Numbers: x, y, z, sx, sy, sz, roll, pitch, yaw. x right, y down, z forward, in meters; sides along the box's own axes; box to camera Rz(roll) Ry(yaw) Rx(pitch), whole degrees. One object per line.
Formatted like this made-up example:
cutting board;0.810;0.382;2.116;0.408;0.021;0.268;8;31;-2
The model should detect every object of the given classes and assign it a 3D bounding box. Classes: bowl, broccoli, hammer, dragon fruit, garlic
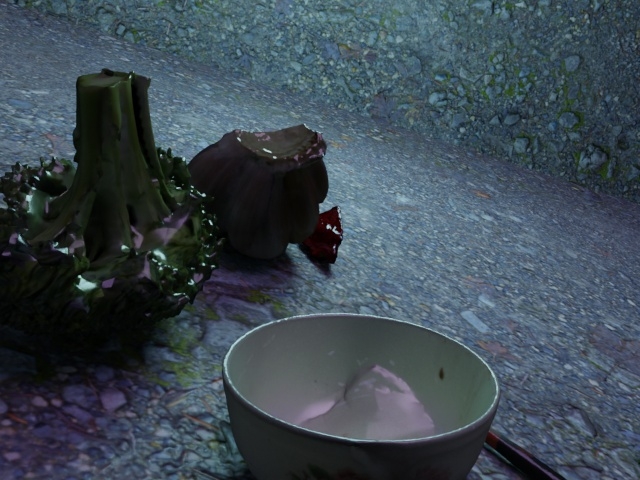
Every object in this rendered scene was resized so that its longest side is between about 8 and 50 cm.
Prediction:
bowl;0.034;0.188;0.708;0.277;0.145;0.277;4;18;-1
broccoli;-0.284;-0.030;0.824;0.249;0.301;0.375;-12;13;27
hammer;0.234;0.263;0.901;0.288;0.033;0.111;33;24;28
dragon fruit;-0.003;-0.001;1.277;0.063;0.097;0.131;11;43;-15
garlic;-0.103;-0.081;1.172;0.210;0.292;0.237;36;50;14

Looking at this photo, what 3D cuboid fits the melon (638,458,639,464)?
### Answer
melon;0.621;0.322;0.901;0.343;0.226;0.331;43;-9;42
